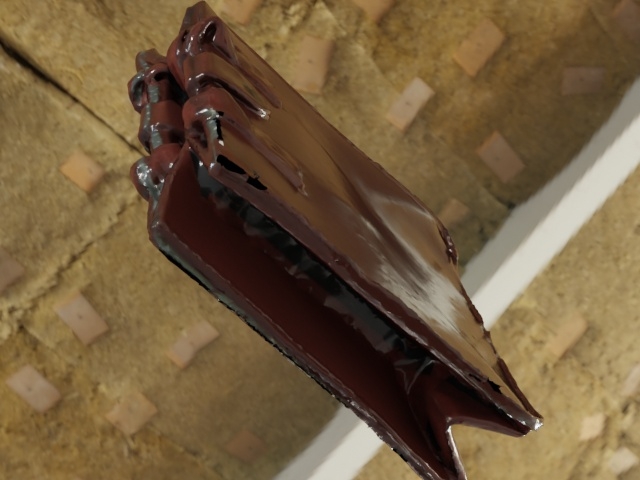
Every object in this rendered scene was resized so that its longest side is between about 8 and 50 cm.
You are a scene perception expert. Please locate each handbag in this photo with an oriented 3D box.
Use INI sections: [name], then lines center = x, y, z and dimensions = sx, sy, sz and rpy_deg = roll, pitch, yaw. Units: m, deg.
[handbag]
center = 0.001, -0.001, 0.683
dimensions = 0.084, 0.260, 0.275
rpy_deg = -39, -64, 14
